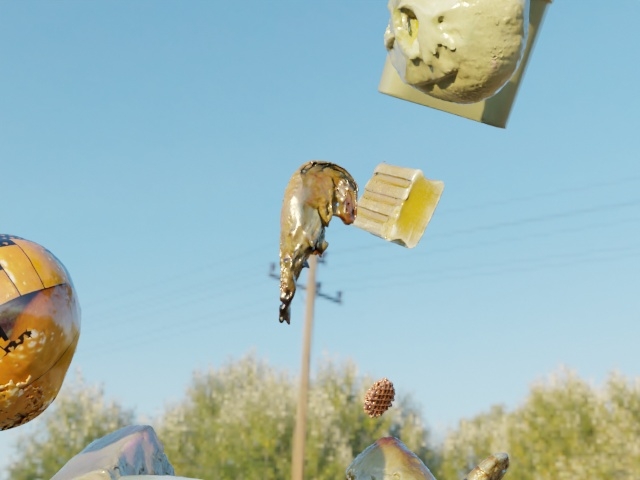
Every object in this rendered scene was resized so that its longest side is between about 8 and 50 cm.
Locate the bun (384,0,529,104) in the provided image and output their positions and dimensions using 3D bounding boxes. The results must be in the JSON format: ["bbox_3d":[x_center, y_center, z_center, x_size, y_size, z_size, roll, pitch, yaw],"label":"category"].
[{"bbox_3d":[0.168,-0.294,1.290,0.141,0.239,0.239,-12,-11,-27],"label":"bun"}]

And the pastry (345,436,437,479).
[{"bbox_3d":[0.171,0.503,1.785,0.136,0.329,0.329,-36,-14,-11],"label":"pastry"}]

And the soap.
[{"bbox_3d":[0.170,-0.084,2.233,0.089,0.173,0.274,26,1,-16],"label":"soap"}]

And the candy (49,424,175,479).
[{"bbox_3d":[-0.383,0.440,1.766,0.185,0.137,0.195,-23,10,26],"label":"candy"}]

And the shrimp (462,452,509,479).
[{"bbox_3d":[0.189,0.338,1.259,0.034,0.161,0.091,36,-24,37],"label":"shrimp"}]

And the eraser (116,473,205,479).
[{"bbox_3d":[-0.254,0.540,1.618,0.189,0.289,0.104,4,-2,-11],"label":"eraser"}]

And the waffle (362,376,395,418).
[{"bbox_3d":[0.119,0.313,1.960,0.029,0.083,0.075,27,-39,43],"label":"waffle"}]

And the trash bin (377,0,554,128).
[{"bbox_3d":[0.235,-0.331,1.622,0.244,0.247,0.121,17,9,-4],"label":"trash bin"}]

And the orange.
[{"bbox_3d":[-0.378,0.106,1.147,0.182,0.234,0.234,19,-24,-24],"label":"orange"}]

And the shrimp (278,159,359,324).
[{"bbox_3d":[-0.008,0.000,1.507,0.117,0.261,0.066,5,-11,6],"label":"shrimp"}]
